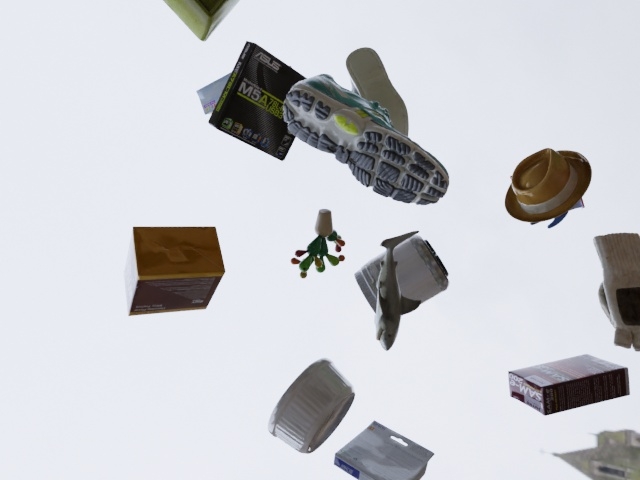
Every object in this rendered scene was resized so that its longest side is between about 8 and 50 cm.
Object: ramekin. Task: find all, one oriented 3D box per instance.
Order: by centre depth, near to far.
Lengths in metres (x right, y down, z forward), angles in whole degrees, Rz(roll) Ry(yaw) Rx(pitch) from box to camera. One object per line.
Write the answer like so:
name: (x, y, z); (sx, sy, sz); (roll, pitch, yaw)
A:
ramekin: (-0.014, 0.479, 1.382); (0.127, 0.272, 0.273); (35, -122, 24)

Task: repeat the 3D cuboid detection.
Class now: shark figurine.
shark figurine: (0.189, 0.119, 1.168); (0.116, 0.166, 0.278); (4, -95, 3)

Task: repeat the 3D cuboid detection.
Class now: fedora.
fedora: (0.472, -0.132, 1.035); (0.079, 0.194, 0.194); (40, -117, -33)

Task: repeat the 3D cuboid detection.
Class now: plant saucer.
plant saucer: (-0.209, -0.490, 0.855); (0.188, 0.045, 0.188); (-54, -52, -8)

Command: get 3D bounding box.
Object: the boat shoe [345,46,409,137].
boat shoe: (0.136, -0.306, 1.126); (0.109, 0.091, 0.304); (-17, -112, 7)

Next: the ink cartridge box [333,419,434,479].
ink cartridge box: (0.189, 0.645, 1.426); (0.224, 0.223, 0.045); (-14, -64, -51)

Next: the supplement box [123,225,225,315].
supplement box: (-0.353, 0.073, 1.148); (0.192, 0.194, 0.129); (-1, -123, -29)

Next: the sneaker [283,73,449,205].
sneaker: (0.079, -0.159, 0.711); (0.275, 0.107, 0.110); (37, -127, 5)

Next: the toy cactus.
toy cactus: (0.000, 0.000, 1.297); (0.219, 0.112, 0.180); (-25, -51, -46)

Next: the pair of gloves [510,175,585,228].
pair of gloves: (0.625, -0.131, 1.330); (0.023, 0.159, 0.198); (-37, -76, -55)

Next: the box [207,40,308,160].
box: (-0.114, -0.286, 1.019); (0.191, 0.045, 0.184); (21, -77, -44)

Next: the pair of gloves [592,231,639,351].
pair of gloves: (0.560, 0.079, 0.741); (0.240, 0.042, 0.204); (3, -112, 10)

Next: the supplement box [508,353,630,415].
supplement box: (0.596, 0.343, 1.168); (0.240, 0.130, 0.073); (-8, -86, -15)

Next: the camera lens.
camera lens: (0.281, 0.127, 1.653); (0.274, 0.219, 0.219); (-32, -83, 7)

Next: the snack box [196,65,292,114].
snack box: (-0.184, -0.389, 1.245); (0.207, 0.175, 0.070); (-30, -77, -58)
